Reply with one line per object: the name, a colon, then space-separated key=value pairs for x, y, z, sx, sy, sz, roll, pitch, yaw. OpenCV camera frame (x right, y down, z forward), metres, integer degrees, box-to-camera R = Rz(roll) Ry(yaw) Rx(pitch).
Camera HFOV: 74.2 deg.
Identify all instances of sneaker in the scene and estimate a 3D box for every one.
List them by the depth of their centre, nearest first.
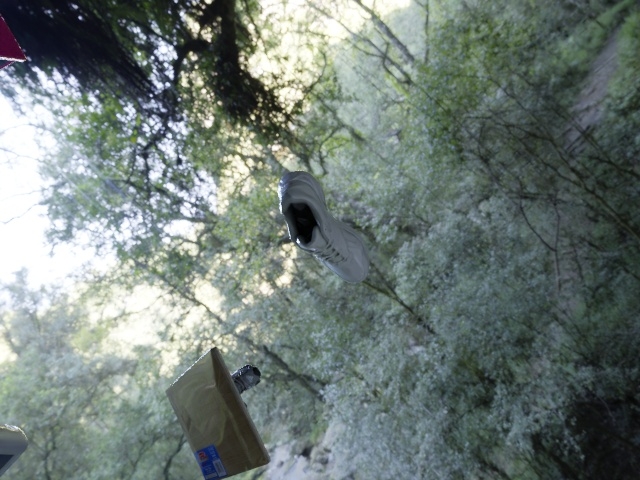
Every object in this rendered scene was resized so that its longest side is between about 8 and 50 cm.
sneaker: x=0.000 y=0.000 z=0.711 sx=0.090 sy=0.232 sz=0.115 roll=-33 pitch=20 yaw=24
sneaker: x=-0.215 y=0.365 z=1.062 sx=0.132 sy=0.086 sz=0.228 roll=-32 pitch=0 yaw=-3

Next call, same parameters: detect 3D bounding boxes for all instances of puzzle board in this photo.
puzzle board: x=-0.094 y=0.156 z=0.370 sx=0.011 sy=0.097 sz=0.128 roll=-18 pitch=-19 yaw=-44

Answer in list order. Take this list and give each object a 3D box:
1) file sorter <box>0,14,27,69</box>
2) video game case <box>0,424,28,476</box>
file sorter: x=-1.006 y=-0.556 z=1.125 sx=0.182 sy=0.202 sz=0.291 roll=-23 pitch=16 yaw=8
video game case: x=-0.436 y=0.252 z=0.270 sx=0.329 sy=0.036 sz=0.300 roll=-50 pitch=-26 yaw=-15
